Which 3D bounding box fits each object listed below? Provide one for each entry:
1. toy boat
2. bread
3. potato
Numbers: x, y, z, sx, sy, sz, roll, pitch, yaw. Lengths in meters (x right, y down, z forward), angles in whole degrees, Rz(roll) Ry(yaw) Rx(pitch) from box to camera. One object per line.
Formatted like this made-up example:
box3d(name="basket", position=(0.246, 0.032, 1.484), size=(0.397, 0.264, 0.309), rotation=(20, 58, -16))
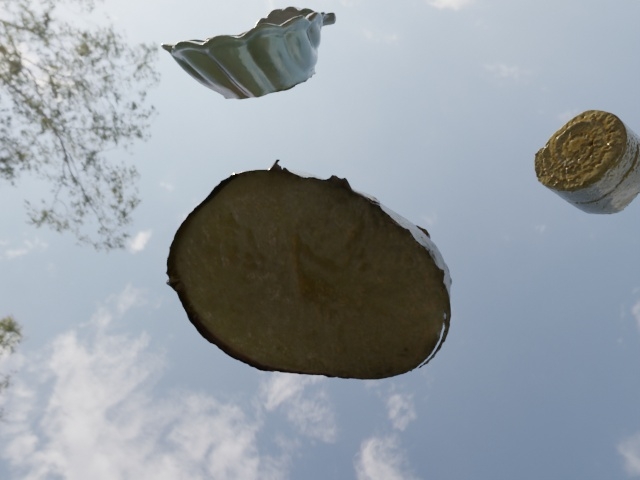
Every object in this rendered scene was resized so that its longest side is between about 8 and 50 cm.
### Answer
box3d(name="toy boat", position=(-0.083, -0.265, 0.716), size=(0.200, 0.100, 0.290), rotation=(7, -147, 33))
box3d(name="bread", position=(0.458, -0.124, 0.839), size=(0.141, 0.148, 0.133), rotation=(20, -137, -34))
box3d(name="potato", position=(0.000, 0.000, 0.736), size=(0.398, 0.289, 0.296), rotation=(-9, -162, 26))
